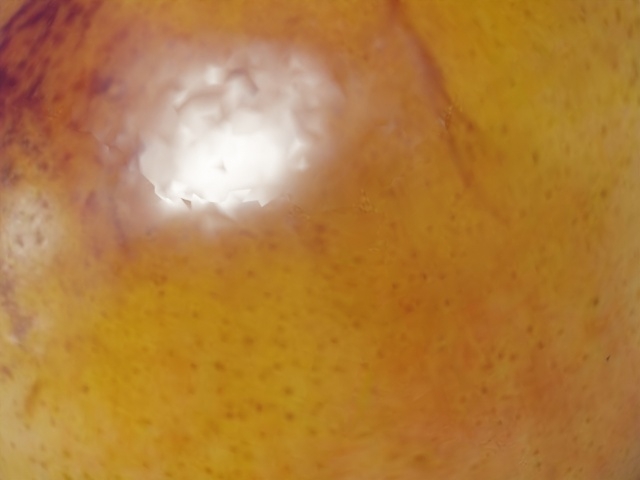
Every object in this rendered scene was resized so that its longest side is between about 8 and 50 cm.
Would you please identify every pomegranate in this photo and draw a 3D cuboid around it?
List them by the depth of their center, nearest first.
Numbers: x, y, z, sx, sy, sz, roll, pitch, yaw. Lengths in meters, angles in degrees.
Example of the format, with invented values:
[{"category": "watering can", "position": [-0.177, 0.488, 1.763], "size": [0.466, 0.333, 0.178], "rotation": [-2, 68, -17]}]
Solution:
[{"category": "pomegranate", "position": [0.000, 0.000, 0.643], "size": [0.319, 0.319, 0.319], "rotation": [-45, 11, 11]}]
